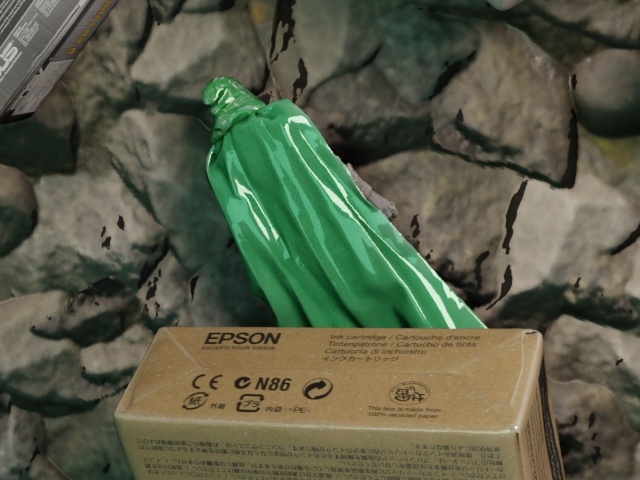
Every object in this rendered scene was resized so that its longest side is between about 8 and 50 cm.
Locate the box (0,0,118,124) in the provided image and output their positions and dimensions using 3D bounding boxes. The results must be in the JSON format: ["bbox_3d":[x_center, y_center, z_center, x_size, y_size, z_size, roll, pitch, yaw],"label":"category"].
[{"bbox_3d":[-0.191,-0.216,1.035,0.183,0.056,0.231,43,110,8],"label":"box"}]

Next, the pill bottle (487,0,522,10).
[{"bbox_3d":[0.043,-0.267,0.887,0.283,0.160,0.160,46,110,7],"label":"pill bottle"}]

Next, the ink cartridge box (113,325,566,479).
[{"bbox_3d":[0.021,0.147,0.971,0.234,0.088,0.193,0,128,18],"label":"ink cartridge box"}]

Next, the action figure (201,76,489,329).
[{"bbox_3d":[0.000,0.000,1.002,0.137,0.063,0.232,-32,92,23],"label":"action figure"}]
